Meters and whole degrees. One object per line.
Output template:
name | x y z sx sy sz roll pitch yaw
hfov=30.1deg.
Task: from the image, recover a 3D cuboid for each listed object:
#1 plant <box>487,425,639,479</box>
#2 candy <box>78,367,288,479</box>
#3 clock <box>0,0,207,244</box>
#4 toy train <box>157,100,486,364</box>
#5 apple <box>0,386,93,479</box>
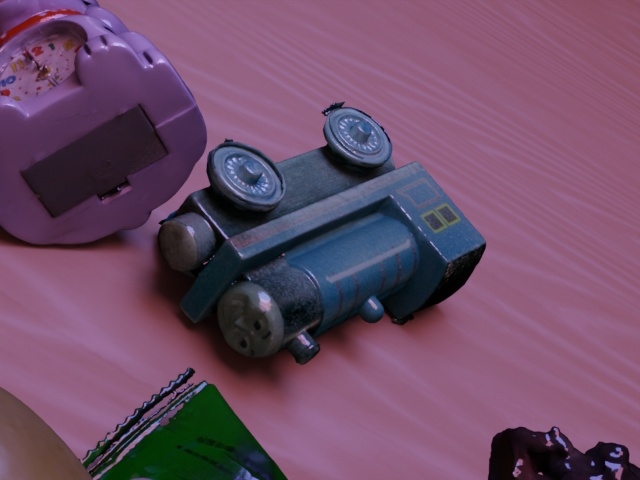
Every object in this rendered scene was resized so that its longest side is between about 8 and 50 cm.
plant | 0.185 0.246 0.845 0.234 0.178 0.204 26 48 7
candy | -0.063 0.184 0.807 0.203 0.078 0.141 40 37 16
clock | -0.222 -0.142 0.984 0.188 0.189 0.254 3 41 -35
toy train | 0.000 0.000 1.025 0.194 0.120 0.298 51 40 13
apple | -0.208 0.214 0.501 0.295 0.258 0.233 -33 90 -25
